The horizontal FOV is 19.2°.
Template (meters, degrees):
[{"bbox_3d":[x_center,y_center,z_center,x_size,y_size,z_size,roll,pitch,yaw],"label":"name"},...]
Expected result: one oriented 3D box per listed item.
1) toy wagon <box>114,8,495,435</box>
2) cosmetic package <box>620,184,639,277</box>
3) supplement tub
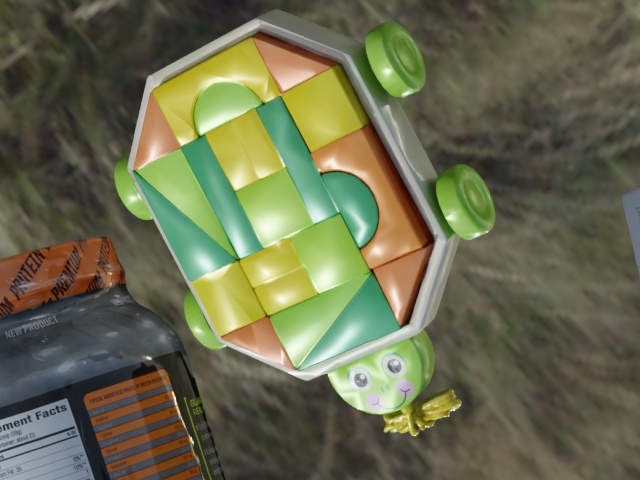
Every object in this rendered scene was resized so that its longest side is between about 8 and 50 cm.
[{"bbox_3d":[0.000,0.000,1.451,0.267,0.344,0.068,-25,-175,29],"label":"toy wagon"},{"bbox_3d":[0.342,0.011,1.116,0.224,0.138,0.225,14,147,-44],"label":"cosmetic package"},{"bbox_3d":[-0.142,0.169,1.068,0.194,0.316,0.193,-18,176,-1],"label":"supplement tub"}]
